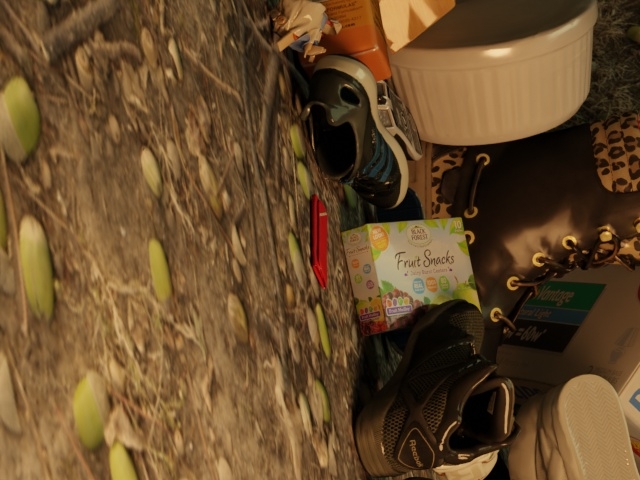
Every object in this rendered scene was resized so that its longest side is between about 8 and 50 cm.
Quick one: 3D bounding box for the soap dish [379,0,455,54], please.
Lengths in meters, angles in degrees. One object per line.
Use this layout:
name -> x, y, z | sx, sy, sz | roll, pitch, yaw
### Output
soap dish -> 0.064, -0.377, 1.754 | 0.229, 0.118, 0.291 | -77, 149, -65

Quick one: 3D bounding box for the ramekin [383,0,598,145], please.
ramekin -> 0.189, -0.206, 1.850 | 0.273, 0.273, 0.127 | -77, 159, -64

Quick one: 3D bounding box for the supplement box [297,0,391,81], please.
supplement box -> 0.007, -0.261, 1.497 | 0.078, 0.080, 0.233 | 50, 28, -70

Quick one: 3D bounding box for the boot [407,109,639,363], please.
boot -> 0.248, 0.033, 1.802 | 0.138, 0.284, 0.377 | 53, 29, -64

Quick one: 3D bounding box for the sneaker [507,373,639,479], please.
sneaker -> 0.293, 0.305, 1.798 | 0.169, 0.108, 0.292 | 143, -58, -70

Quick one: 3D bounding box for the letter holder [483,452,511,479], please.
letter holder -> 0.300, 0.351, 2.057 | 0.302, 0.152, 0.214 | 52, 26, -64

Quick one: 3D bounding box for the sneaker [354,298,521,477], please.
sneaker -> 0.128, 0.126, 1.405 | 0.227, 0.130, 0.087 | -49, 127, -54

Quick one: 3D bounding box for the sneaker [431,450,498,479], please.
sneaker -> 0.142, 0.193, 1.584 | 0.290, 0.106, 0.123 | -29, 105, -78

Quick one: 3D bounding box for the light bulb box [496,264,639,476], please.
light bulb box -> 0.441, 0.202, 2.003 | 0.361, 0.225, 0.358 | 42, -14, -18

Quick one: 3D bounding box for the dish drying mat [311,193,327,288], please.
dish drying mat -> 0.000, 0.000, 1.361 | 0.032, 0.008, 0.083 | 67, 16, -45

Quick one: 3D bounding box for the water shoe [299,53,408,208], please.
water shoe -> 0.023, -0.081, 1.456 | 0.080, 0.073, 0.203 | -63, 149, -28

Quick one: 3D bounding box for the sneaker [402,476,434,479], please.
sneaker -> 0.113, 0.318, 1.244 | 0.341, 0.139, 0.125 | -89, 160, -52

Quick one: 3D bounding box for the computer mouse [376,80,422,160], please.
computer mouse -> 0.060, -0.131, 1.704 | 0.193, 0.042, 0.106 | 43, 32, -60

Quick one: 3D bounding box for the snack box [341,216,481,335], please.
snack box -> 0.087, 0.032, 1.509 | 0.141, 0.037, 0.100 | -5, 80, -47

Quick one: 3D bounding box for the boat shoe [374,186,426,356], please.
boat shoe -> 0.092, 0.038, 1.610 | 0.066, 0.066, 0.183 | 72, 14, -65

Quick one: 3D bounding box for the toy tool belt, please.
toy tool belt -> -0.017, -0.179, 1.395 | 0.051, 0.052, 0.083 | -69, 160, -4
